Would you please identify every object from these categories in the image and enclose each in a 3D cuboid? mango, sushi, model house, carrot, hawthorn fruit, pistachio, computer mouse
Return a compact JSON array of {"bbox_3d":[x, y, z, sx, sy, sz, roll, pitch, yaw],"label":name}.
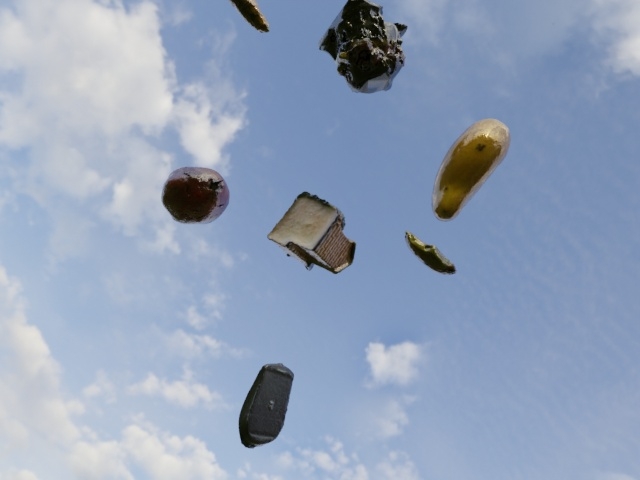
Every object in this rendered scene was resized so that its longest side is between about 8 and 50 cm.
[{"bbox_3d":[0.317,-0.157,1.013,0.109,0.157,0.262,38,-99,6],"label":"mango"},{"bbox_3d":[0.113,-0.422,1.056,0.153,0.172,0.151,-34,-123,55],"label":"sushi"},{"bbox_3d":[0.000,0.000,1.201,0.183,0.166,0.172,24,-19,45],"label":"model house"},{"bbox_3d":[-0.219,-0.612,1.098,0.066,0.066,0.314,-43,-101,35],"label":"carrot"},{"bbox_3d":[-0.341,-0.130,1.301,0.235,0.181,0.181,-8,-70,46],"label":"hawthorn fruit"},{"bbox_3d":[0.282,0.040,1.220,0.173,0.049,0.089,38,-13,15],"label":"pistachio"},{"bbox_3d":[-0.196,0.570,1.605,0.087,0.295,0.168,-2,-27,45],"label":"computer mouse"}]
